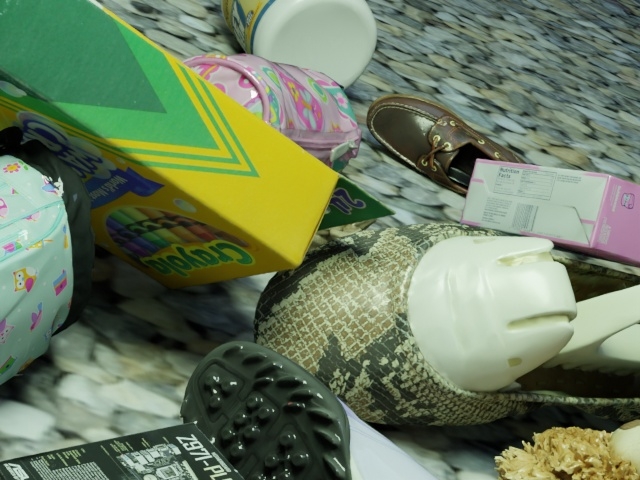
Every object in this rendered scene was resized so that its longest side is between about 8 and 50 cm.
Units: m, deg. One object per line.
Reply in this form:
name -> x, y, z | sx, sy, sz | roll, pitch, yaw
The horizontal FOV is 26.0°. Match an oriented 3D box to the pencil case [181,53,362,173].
pencil case -> -0.050, -0.101, 1.238 | 0.124, 0.124, 0.284 | 32, 11, 14

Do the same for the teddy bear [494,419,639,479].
teddy bear -> 0.269, 0.239, 0.938 | 0.245, 0.113, 0.338 | 10, 29, -33

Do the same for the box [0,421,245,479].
box -> -0.084, 0.192, 0.741 | 0.147, 0.077, 0.180 | -6, 39, -48

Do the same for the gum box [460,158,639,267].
gum box -> 0.216, -0.022, 1.190 | 0.107, 0.062, 0.188 | 15, 0, -31

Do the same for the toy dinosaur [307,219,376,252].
toy dinosaur -> 0.000, 0.000, 1.249 | 0.093, 0.053, 0.183 | 24, 13, 38

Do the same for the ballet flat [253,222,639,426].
ballet flat -> 0.187, 0.064, 1.097 | 0.483, 0.182, 0.164 | 8, 72, -35

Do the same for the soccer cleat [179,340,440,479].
soccer cleat -> 0.038, 0.180, 0.875 | 0.318, 0.108, 0.116 | 37, 7, 28

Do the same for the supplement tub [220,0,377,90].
supplement tub -> -0.033, -0.265, 1.605 | 0.144, 0.144, 0.199 | 10, 28, -29

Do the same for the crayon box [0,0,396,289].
crayon box -> -0.133, -0.058, 0.987 | 0.323, 0.083, 0.203 | 33, -22, -24

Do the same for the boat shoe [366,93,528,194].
boat shoe -> 0.145, -0.097, 1.523 | 0.207, 0.073, 0.073 | 24, 23, -2

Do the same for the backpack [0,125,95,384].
backpack -> -0.227, 0.028, 0.859 | 0.115, 0.151, 0.182 | 23, 35, 28

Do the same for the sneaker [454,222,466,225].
sneaker -> 0.099, 0.035, 1.228 | 0.086, 0.085, 0.237 | 12, 18, 29
